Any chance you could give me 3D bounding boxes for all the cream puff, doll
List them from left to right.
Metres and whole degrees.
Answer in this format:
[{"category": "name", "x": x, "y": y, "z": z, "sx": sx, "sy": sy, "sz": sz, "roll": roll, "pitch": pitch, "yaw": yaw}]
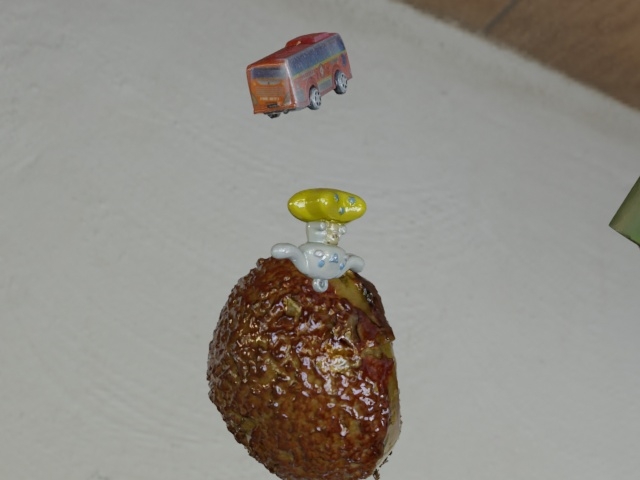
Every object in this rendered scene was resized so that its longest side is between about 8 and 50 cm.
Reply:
[{"category": "cream puff", "x": -0.032, "y": 0.174, "z": 1.561, "sx": 0.228, "sy": 0.351, "sz": 0.350, "roll": -8, "pitch": 157, "yaw": -22}, {"category": "doll", "x": -0.005, "y": -0.001, "z": 1.295, "sx": 0.071, "sy": 0.113, "sz": 0.135, "roll": 0, "pitch": -164, "yaw": 44}]

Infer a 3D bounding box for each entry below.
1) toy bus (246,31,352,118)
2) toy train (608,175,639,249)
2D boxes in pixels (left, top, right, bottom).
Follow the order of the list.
[{"category": "toy bus", "x": -0.021, "y": -0.190, "z": 1.348, "sx": 0.065, "sy": 0.192, "sz": 0.077, "roll": -5, "pitch": 108, "yaw": 22}, {"category": "toy train", "x": 0.638, "y": -0.100, "z": 2.035, "sx": 0.131, "sy": 0.300, "sz": 0.202, "roll": 36, "pitch": -165, "yaw": 25}]
